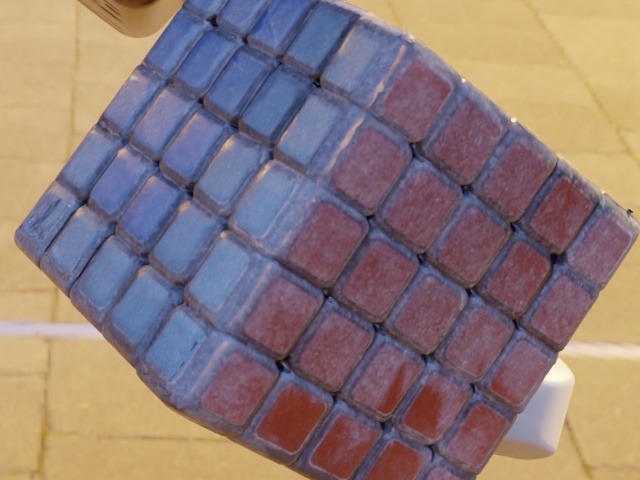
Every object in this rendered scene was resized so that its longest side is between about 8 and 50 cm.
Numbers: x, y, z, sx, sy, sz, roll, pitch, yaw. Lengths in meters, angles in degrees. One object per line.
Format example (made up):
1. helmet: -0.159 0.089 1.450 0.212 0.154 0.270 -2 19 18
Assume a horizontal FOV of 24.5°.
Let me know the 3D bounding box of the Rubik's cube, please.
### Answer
1. Rubik's cube: 0.000 0.000 0.892 0.238 0.237 0.237 36 -2 -38

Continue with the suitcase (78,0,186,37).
1. suitcase: -0.205 -0.306 1.163 0.297 0.161 0.236 39 -4 -6

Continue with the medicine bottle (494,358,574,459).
1. medicine bottle: 0.067 0.123 1.386 0.324 0.124 0.179 17 1 -31
